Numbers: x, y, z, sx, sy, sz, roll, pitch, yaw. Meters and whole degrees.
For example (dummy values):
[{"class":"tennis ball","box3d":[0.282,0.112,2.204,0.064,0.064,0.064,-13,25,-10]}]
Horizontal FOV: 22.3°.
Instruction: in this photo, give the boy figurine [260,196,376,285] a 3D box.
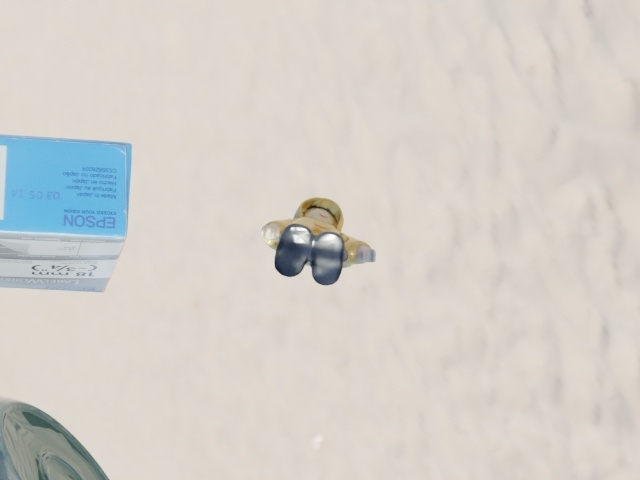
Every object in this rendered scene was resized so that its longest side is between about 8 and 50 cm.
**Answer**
[{"class":"boy figurine","box3d":[0.000,0.000,2.470,0.285,0.177,0.092,-66,-10,-78]}]

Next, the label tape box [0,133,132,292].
[{"class":"label tape box","box3d":[-0.335,-0.011,1.700,0.333,0.241,0.106,130,142,-70]}]

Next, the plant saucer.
[{"class":"plant saucer","box3d":[-0.313,0.307,1.948,0.317,0.044,0.317,51,-172,-10]}]
